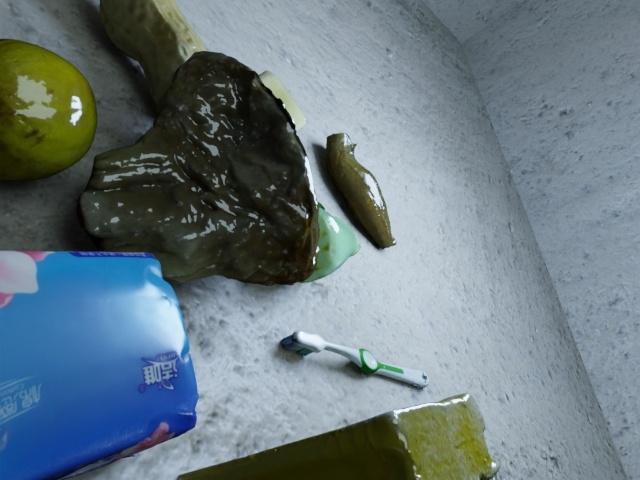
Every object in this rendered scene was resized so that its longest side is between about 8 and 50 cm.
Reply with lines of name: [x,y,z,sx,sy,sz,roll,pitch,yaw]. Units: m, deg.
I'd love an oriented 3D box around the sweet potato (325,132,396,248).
sweet potato: [0.095,-0.107,1.216,0.286,0.085,0.112,57,28,-7]

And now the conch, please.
conch: [-0.010,-0.016,0.968,0.250,0.143,0.137,-45,146,-69]

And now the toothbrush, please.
toothbrush: [0.089,0.217,0.995,0.418,0.040,0.042,25,44,-43]

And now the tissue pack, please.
tissue pack: [-0.250,0.116,0.489,0.270,0.137,0.209,5,67,-60]

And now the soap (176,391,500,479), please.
soap: [0.012,0.253,0.602,0.199,0.315,0.091,8,59,-50]

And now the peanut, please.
peanut: [-0.253,-0.303,0.849,0.274,0.125,0.111,63,18,-10]

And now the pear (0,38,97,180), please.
pear: [-0.323,-0.139,0.596,0.149,0.149,0.162,60,27,-1]

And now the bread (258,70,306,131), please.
bread: [-0.108,-0.243,1.059,0.139,0.060,0.178,54,33,-10]

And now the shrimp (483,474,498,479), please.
shrimp: [0.280,0.544,0.984,0.272,0.085,0.445,12,60,-44]

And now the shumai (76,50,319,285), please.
shumai: [-0.165,-0.061,0.745,0.283,0.217,0.346,-30,90,-16]
